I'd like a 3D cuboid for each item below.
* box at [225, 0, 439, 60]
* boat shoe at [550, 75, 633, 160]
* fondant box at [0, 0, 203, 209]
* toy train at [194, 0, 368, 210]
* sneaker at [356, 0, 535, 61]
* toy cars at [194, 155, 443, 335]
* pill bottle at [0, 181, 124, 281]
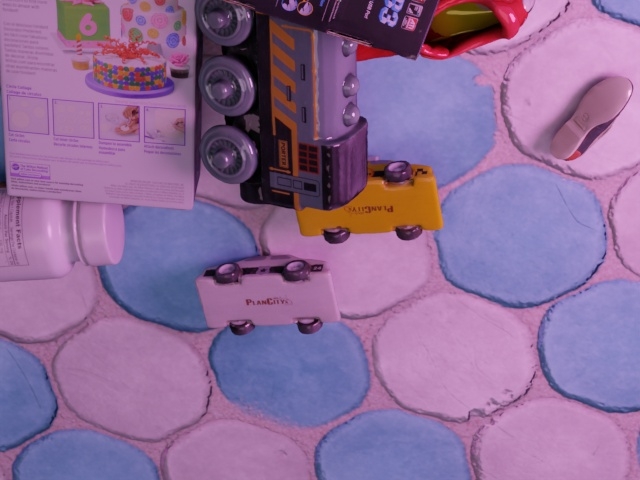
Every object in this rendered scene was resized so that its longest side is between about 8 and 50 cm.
[{"bbox_3d":[0.012,-0.367,1.806,0.293,0.073,0.295,15,122,-7],"label":"box"},{"bbox_3d":[0.339,-0.150,2.107,0.043,0.049,0.137,1,137,-50],"label":"boat shoe"},{"bbox_3d":[-0.265,-0.206,2.090,0.238,0.096,0.330,5,123,2],"label":"fondant box"},{"bbox_3d":[-0.038,-0.189,2.021,0.190,0.142,0.334,12,119,24],"label":"toy train"},{"bbox_3d":[0.111,-0.257,2.000,0.279,0.118,0.107,-10,124,24],"label":"sneaker"},{"bbox_3d":[0.000,0.000,2.222,0.176,0.087,0.394,38,123,-14],"label":"toy cars"},{"bbox_3d":[-0.377,-0.013,2.217,0.229,0.131,0.131,-3,124,8],"label":"pill bottle"}]
